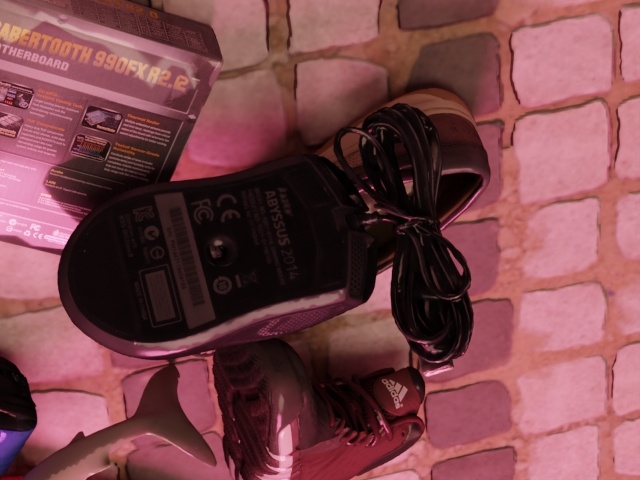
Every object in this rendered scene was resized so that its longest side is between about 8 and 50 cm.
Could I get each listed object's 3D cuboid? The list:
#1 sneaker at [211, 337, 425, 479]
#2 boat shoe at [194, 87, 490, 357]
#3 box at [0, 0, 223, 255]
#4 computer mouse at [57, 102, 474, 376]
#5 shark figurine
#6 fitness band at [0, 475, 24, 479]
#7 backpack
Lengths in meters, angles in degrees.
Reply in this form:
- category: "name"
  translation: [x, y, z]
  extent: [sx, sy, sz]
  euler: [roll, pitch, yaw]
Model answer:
- category: "sneaker"
  translation: [0.009, 0.120, 1.263]
  extent: [0.163, 0.106, 0.281]
  euler: [-22, 159, -13]
- category: "boat shoe"
  translation: [0.000, 0.000, 1.203]
  extent: [0.285, 0.092, 0.103]
  euler: [-34, 126, 9]
- category: "box"
  translation: [-0.206, -0.088, 1.108]
  extent: [0.231, 0.056, 0.183]
  euler: [14, 119, -24]
- category: "computer mouse"
  translation: [-0.041, 0.019, 1.123]
  extent: [0.272, 0.188, 0.072]
  euler: [-9, 164, -6]
- category: "shark figurine"
  translation: [-0.216, 0.200, 1.233]
  extent: [0.166, 0.116, 0.278]
  euler: [33, 91, -42]
- category: "fitness band"
  translation: [-0.209, 0.300, 1.313]
  extent: [0.291, 0.054, 0.209]
  euler: [16, 80, -25]
- category: "backpack"
  translation: [-0.279, 0.130, 1.220]
  extent: [0.120, 0.098, 0.101]
  euler: [9, 130, -35]
